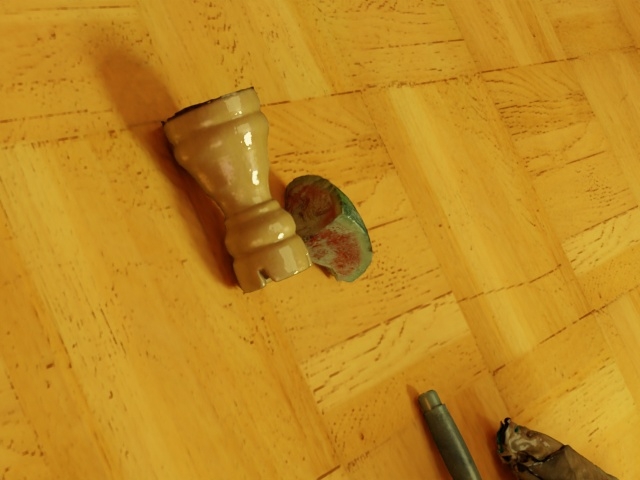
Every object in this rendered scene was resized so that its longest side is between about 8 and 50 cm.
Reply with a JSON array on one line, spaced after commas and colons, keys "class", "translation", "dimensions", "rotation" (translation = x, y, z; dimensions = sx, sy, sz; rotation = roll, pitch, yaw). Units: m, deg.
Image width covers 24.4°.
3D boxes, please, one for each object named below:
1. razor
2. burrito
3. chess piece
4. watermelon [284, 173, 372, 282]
[{"class": "razor", "translation": [0.103, 0.169, 1.050], "dimensions": [0.068, 0.040, 0.135], "rotation": [1, 60, -58]}, {"class": "burrito", "translation": [0.196, 0.189, 1.166], "dimensions": [0.171, 0.042, 0.051], "rotation": [38, 41, -41]}, {"class": "chess piece", "translation": [-0.051, -0.030, 0.941], "dimensions": [0.066, 0.066, 0.122], "rotation": [-21, 91, -60]}, {"class": "watermelon", "translation": [0.000, 0.000, 1.018], "dimensions": [0.061, 0.085, 0.085], "rotation": [-27, 90, -20]}]
